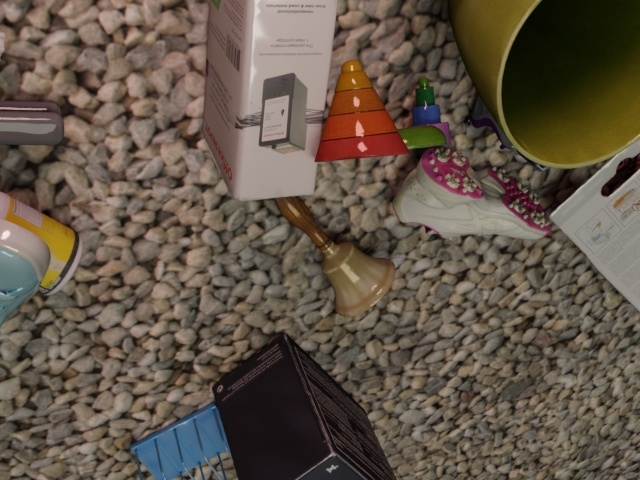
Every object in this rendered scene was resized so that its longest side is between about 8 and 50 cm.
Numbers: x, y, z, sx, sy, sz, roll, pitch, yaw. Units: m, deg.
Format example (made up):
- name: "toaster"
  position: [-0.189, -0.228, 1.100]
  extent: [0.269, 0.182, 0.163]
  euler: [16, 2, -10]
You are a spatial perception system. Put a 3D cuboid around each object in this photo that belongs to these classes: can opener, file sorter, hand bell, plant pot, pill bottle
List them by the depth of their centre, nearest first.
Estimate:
- name: "can opener"
  position: [-0.469, -0.165, 1.074]
  extent: [0.280, 0.074, 0.093]
  euler: [3, 120, -23]
- name: "plant pot"
  position: [0.295, -0.285, 1.151]
  extent: [0.274, 0.293, 0.275]
  euler: [-10, 125, -15]
- name: "pill bottle"
  position: [-0.432, -0.004, 1.179]
  extent: [0.184, 0.103, 0.103]
  euler: [33, 106, -35]
- name: "hand bell"
  position: [0.000, 0.000, 1.368]
  extent: [0.126, 0.126, 0.242]
  euler: [-40, 115, 8]
- name: "file sorter"
  position: [-0.232, 0.398, 1.527]
  extent: [0.170, 0.104, 0.118]
  euler: [-26, 127, -2]

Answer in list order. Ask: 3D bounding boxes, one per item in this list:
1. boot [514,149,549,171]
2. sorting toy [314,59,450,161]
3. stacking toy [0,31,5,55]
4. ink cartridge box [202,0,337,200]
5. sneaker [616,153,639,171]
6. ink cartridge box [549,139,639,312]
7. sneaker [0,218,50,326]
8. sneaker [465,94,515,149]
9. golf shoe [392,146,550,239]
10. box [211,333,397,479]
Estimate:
- name: "boot"
  position: [0.394, -0.202, 1.376]
  extent: [0.069, 0.086, 0.190]
  euler: [21, 113, -31]
- name: "sorting toy"
  position: [0.098, -0.182, 1.172]
  extent: [0.127, 0.365, 0.126]
  euler: [-3, 98, 26]
- name: "stacking toy"
  position: [-0.435, -0.309, 0.967]
  extent: [0.167, 0.052, 0.221]
  euler: [-6, 127, -45]
- name: "ink cartridge box"
  position: [-0.075, -0.217, 1.113]
  extent: [0.114, 0.198, 0.273]
  euler: [-5, 124, -19]
- name: "sneaker"
  position: [0.533, -0.168, 1.484]
  extent: [0.057, 0.047, 0.119]
  euler: [-13, 126, 1]
- name: "ink cartridge box"
  position: [0.609, -0.065, 1.558]
  extent: [0.308, 0.091, 0.385]
  euler: [-45, 124, 12]
- name: "sneaker"
  position: [-0.465, 0.101, 1.111]
  extent: [0.135, 0.150, 0.366]
  euler: [25, 141, -28]
- name: "sneaker"
  position: [0.338, -0.169, 1.330]
  extent: [0.083, 0.223, 0.098]
  euler: [-38, 156, -49]
- name: "golf shoe"
  position: [0.253, -0.055, 1.424]
  extent: [0.306, 0.115, 0.140]
  euler: [20, 133, -31]
- name: "box"
  position: [-0.014, 0.375, 1.477]
  extent: [0.182, 0.294, 0.296]
  euler: [-37, 127, 6]
